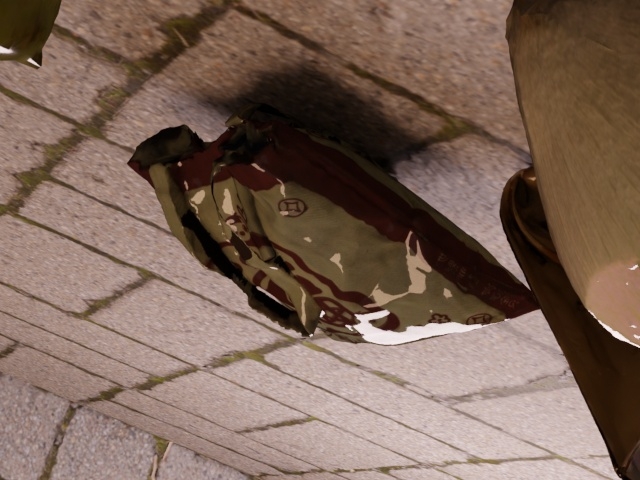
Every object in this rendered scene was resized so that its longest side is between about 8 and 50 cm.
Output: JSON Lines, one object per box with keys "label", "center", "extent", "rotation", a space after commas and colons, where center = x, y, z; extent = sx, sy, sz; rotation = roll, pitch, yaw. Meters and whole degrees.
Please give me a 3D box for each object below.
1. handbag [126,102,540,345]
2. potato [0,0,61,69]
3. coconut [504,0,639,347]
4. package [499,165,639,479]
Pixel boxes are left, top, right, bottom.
{"label": "handbag", "center": [0.000, 0.000, 1.025], "extent": [0.235, 0.127, 0.213], "rotation": [32, 161, -28]}
{"label": "potato", "center": [-0.180, -0.217, 0.507], "extent": [0.330, 0.213, 0.280], "rotation": [35, -164, 25]}
{"label": "coconut", "center": [0.180, -0.044, 0.557], "extent": [0.234, 0.224, 0.224], "rotation": [25, 162, -22]}
{"label": "package", "center": [0.260, 0.077, 0.996], "extent": [0.165, 0.221, 0.311], "rotation": [-27, 146, 9]}
